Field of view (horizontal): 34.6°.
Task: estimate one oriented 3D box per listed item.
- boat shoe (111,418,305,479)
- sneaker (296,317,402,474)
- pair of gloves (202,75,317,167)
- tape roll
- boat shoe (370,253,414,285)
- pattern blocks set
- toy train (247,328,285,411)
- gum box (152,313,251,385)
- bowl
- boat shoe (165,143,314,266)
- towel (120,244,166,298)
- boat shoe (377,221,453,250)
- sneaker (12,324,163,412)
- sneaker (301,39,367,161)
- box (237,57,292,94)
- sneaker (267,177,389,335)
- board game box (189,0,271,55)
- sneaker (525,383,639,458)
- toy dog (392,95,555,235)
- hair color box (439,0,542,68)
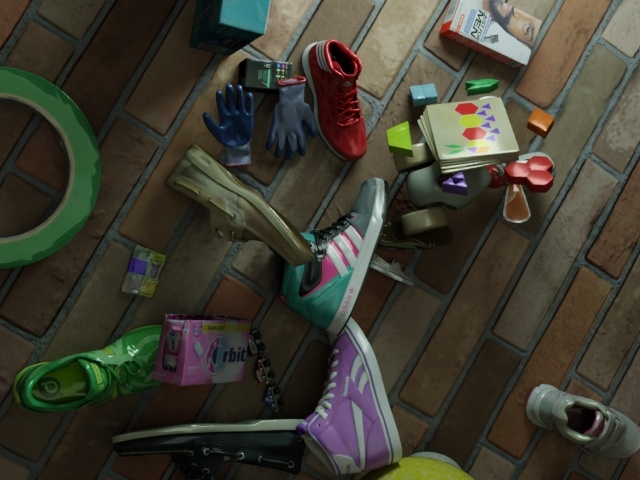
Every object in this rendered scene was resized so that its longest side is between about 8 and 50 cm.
[{"bbox_3d":[-0.183,0.366,1.751,0.340,0.127,0.113,1,80,-26],"label":"boat shoe"},{"bbox_3d":[0.025,0.264,1.776,0.161,0.102,0.282,-12,64,-14],"label":"sneaker"},{"bbox_3d":[-0.103,-0.203,1.772,0.198,0.023,0.159,-8,123,-11],"label":"pair of gloves"},{"bbox_3d":[-0.519,-0.115,1.657,0.321,0.077,0.321,-1,92,-17],"label":"tape roll"},{"bbox_3d":[0.132,0.051,1.878,0.100,0.035,0.035,26,88,-9],"label":"boat shoe"},{"bbox_3d":[0.257,-0.180,1.763,0.285,0.325,0.026,-1,131,7],"label":"pattern blocks set"},{"bbox_3d":[-0.101,0.233,1.820,0.036,0.027,0.158,-21,98,-11],"label":"toy train"},{"bbox_3d":[-0.197,0.181,1.714,0.188,0.062,0.107,8,91,-61],"label":"gum box"},{"bbox_3d":[0.189,0.473,1.832,0.289,0.289,0.156,40,39,-14],"label":"bowl"},{"bbox_3d":[-0.137,-0.040,1.705,0.302,0.109,0.098,40,90,23],"label":"boat shoe"},{"bbox_3d":[-0.302,0.056,1.762,0.060,0.009,0.083,19,87,-16],"label":"towel"},{"bbox_3d":[0.166,-0.009,1.878,0.152,0.049,0.056,4,73,-16],"label":"boat shoe"},{"bbox_3d":[-0.355,0.224,1.694,0.295,0.123,0.109,-19,97,-16],"label":"sneaker"},{"bbox_3d":[0.036,-0.243,1.787,0.087,0.128,0.221,-27,99,-14],"label":"sneaker"},{"bbox_3d":[-0.096,-0.283,1.780,0.083,0.062,0.052,3,91,-17],"label":"box"},{"bbox_3d":[0.000,0.000,1.797,0.178,0.124,0.296,22,70,-8],"label":"sneaker"},{"bbox_3d":[-0.125,-0.486,1.664,0.079,0.254,0.336,11,90,-17],"label":"board game box"},{"bbox_3d":[0.519,0.359,1.964,0.252,0.111,0.103,21,86,-16],"label":"sneaker"},{"bbox_3d":[0.284,-0.119,1.822,0.333,0.161,0.220,-32,97,-21],"label":"toy dog"},{"bbox_3d":[0.315,-0.394,1.902,0.167,0.053,0.093,21,86,-17],"label":"hair color box"}]
